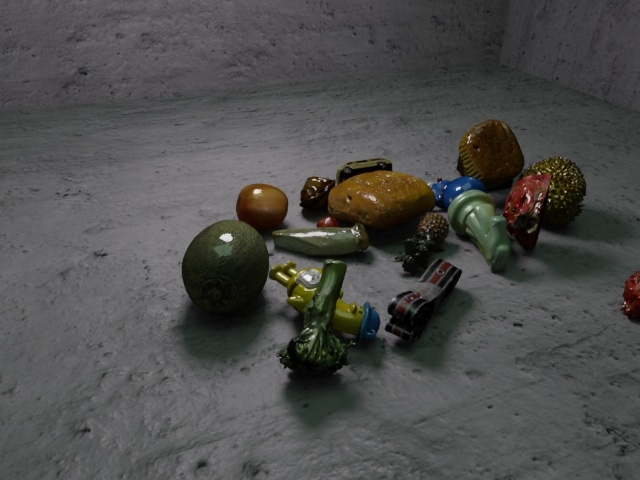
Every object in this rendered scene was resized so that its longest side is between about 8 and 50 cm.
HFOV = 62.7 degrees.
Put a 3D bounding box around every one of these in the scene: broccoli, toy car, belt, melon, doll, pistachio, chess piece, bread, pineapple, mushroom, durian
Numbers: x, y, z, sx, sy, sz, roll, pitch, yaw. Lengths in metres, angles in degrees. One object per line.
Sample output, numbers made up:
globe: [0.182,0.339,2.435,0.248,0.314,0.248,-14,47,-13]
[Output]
broccoli: [0.004,0.189,1.308,0.165,0.304,0.145,21,-17,-18]
toy car: [0.175,-0.288,2.239,0.256,0.101,0.124,-11,29,-20]
belt: [0.300,0.157,1.494,0.094,0.126,0.359,21,36,27]
melon: [-0.270,0.068,1.519,0.248,0.248,0.329,0,30,0]
doll: [0.517,-0.167,2.022,0.215,0.161,0.257,-26,22,-16]
pistachio: [-0.015,-0.186,2.027,0.130,0.165,0.210,47,26,-4]
doll: [0.007,0.171,1.448,0.363,0.145,0.199,31,30,33]
chess piece: [0.554,-0.038,1.764,0.176,0.176,0.298,-5,33,-8]
bread: [0.660,-0.335,2.030,0.227,0.253,0.142,-19,2,-9]
pineapple: [0.341,0.001,1.745,0.119,0.130,0.277,-29,12,38]
bread: [0.226,-0.163,1.923,0.337,0.148,0.328,-19,21,-27]
mushroom: [0.000,0.003,1.777,0.333,0.087,0.107,-3,44,5]
durian: [0.849,-0.186,1.957,0.258,0.258,0.293,2,26,3]

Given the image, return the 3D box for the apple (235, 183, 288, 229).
apple: [-0.210,-0.122,1.904,0.199,0.199,0.199,0,32,0]

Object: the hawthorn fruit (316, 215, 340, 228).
hawthorn fruit: [0.025,-0.042,1.856,0.093,0.093,0.093,0,32,0]

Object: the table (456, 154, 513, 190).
table: [0.708,-0.329,2.243,0.169,0.172,0.193,-8,36,-13]

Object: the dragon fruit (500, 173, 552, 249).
dragon fruit: [0.671,-0.087,1.741,0.134,0.262,0.211,12,24,19]

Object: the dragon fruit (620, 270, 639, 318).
dragon fruit: [0.916,0.171,1.515,0.111,0.153,0.153,-35,24,21]
